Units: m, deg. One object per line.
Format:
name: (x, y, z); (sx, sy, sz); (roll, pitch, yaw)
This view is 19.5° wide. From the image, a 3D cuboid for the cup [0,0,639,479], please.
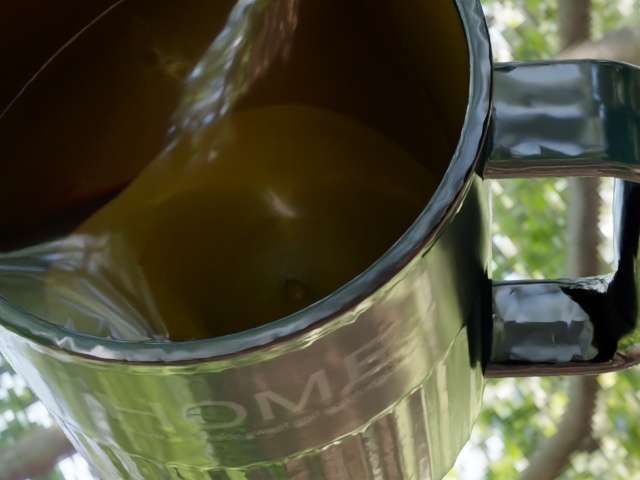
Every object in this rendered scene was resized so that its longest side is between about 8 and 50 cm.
cup: (-0.011, -0.012, 0.863); (0.308, 0.242, 0.292); (-29, -27, -9)
